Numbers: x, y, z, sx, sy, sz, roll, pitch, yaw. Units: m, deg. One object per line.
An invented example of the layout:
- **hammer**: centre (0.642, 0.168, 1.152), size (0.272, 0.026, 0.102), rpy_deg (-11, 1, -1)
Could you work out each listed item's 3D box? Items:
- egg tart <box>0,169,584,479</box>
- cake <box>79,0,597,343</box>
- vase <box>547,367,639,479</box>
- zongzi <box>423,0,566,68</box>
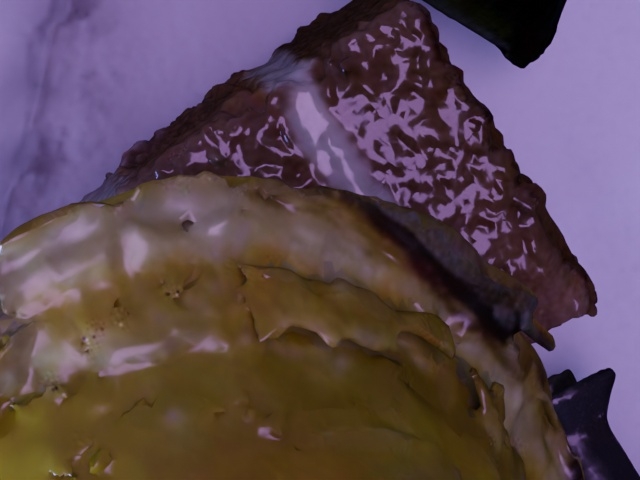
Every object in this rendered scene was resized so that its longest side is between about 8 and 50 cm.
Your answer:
- **egg tart**: centre (-0.031, 0.126, 0.488), size (0.294, 0.116, 0.295), rpy_deg (-8, 109, -22)
- **cake**: centre (0.000, 0.000, 0.613), size (0.147, 0.134, 0.135), rpy_deg (-34, 100, 2)
- **vase**: centre (0.127, 0.136, 0.657), size (0.120, 0.120, 0.183), rpy_deg (-26, 79, -10)
- **zongzi**: centre (0.055, -0.308, 0.595), size (0.319, 0.362, 0.383), rpy_deg (31, 128, -18)
